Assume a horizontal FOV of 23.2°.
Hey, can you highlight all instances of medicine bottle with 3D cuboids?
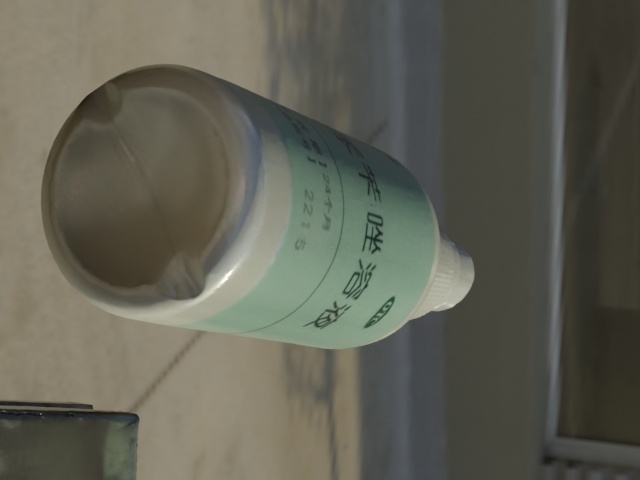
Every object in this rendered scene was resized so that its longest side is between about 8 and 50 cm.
[{"bbox_3d":[0.000,0.000,0.799,0.352,0.110,0.110,17,79,-64],"label":"medicine bottle"}]

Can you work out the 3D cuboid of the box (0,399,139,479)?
[{"bbox_3d":[-0.097,0.091,0.506,0.063,0.060,0.085,4,87,-34],"label":"box"}]
